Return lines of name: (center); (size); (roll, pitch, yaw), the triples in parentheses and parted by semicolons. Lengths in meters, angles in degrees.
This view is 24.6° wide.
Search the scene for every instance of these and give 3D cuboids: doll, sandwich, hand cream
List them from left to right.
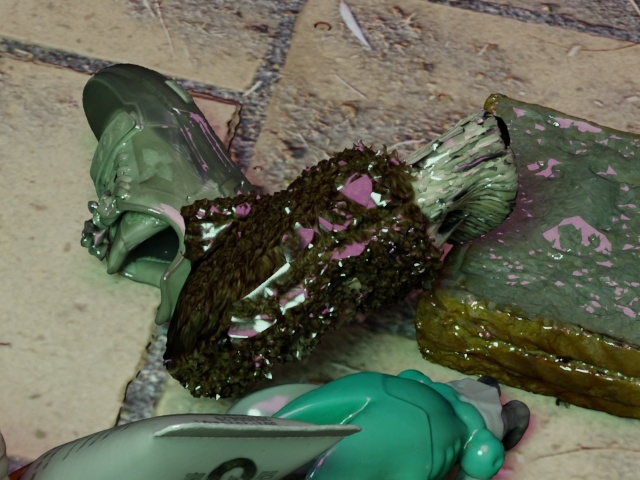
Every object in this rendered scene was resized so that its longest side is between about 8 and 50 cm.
hand cream: (-0.112, 0.155, 0.972); (0.140, 0.314, 0.089); (4, 66, -34)
doll: (0.056, 0.177, 1.105); (0.258, 0.153, 0.195); (9, 23, -23)
sandwich: (0.242, 0.012, 1.308); (0.271, 0.099, 0.301); (12, 44, 10)

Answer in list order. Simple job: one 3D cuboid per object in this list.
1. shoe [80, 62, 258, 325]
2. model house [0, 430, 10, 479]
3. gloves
shoe: (-0.161, -0.044, 1.296); (0.149, 0.109, 0.293); (-22, 56, -34)
model house: (-0.334, 0.207, 0.937); (0.237, 0.237, 0.202); (18, 47, 16)
gloves: (0.001, 0.006, 1.156); (0.312, 0.135, 0.210); (-33, 19, -24)
